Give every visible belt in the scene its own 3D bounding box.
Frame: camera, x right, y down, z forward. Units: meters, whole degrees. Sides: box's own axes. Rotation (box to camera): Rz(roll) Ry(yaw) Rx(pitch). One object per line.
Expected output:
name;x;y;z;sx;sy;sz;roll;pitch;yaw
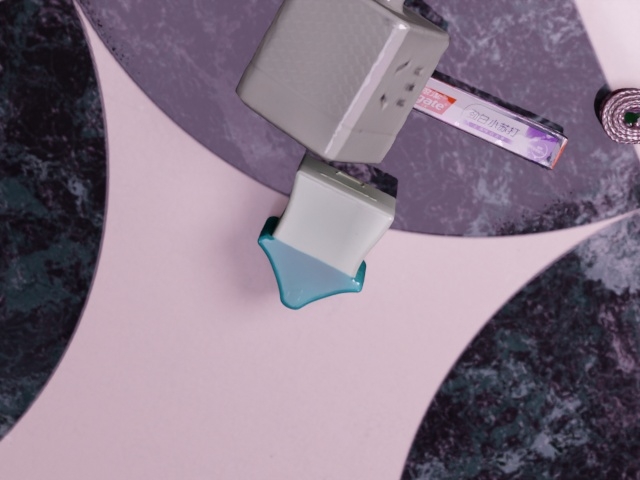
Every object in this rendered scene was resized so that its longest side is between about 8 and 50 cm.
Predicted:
belt;0.417;-0.132;1.611;0.232;0.053;0.071;4;104;4

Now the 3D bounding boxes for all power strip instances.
power strip;0.038;-0.207;1.560;0.139;0.140;0.224;36;105;22

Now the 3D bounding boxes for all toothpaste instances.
toothpaste;0.171;-0.133;1.638;0.196;0.040;0.047;24;103;-1

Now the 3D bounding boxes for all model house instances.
model house;0.000;0.000;1.655;0.127;0.100;0.149;27;103;-2
